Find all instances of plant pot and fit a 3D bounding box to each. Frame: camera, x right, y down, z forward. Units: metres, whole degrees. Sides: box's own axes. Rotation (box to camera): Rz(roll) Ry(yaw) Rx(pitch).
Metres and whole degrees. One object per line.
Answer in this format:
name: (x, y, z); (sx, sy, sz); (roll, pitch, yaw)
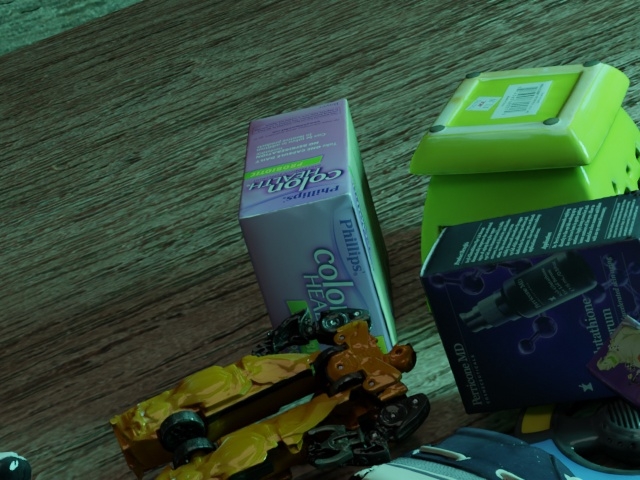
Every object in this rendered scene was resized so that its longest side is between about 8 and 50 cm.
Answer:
plant pot: (0.230, -0.063, 1.488); (0.227, 0.207, 0.228); (-2, 30, 27)

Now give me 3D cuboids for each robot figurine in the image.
robot figurine: (-0.040, 0.171, 1.308); (0.291, 0.085, 0.211); (-22, 41, -10)

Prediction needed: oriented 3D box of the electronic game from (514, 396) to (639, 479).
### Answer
electronic game: (0.284, 0.159, 1.213); (0.229, 0.048, 0.229); (-13, 27, 7)

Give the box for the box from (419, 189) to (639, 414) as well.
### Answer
box: (0.215, 0.057, 1.249); (0.207, 0.153, 0.108); (-12, 21, 24)

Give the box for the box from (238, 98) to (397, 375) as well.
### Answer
box: (0.000, 0.000, 1.488); (0.117, 0.213, 0.243); (-13, 28, 6)

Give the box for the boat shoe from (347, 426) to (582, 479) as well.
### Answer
boat shoe: (0.190, 0.233, 1.057); (0.340, 0.127, 0.158); (21, 28, 36)

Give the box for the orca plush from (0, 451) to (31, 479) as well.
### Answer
orca plush: (-0.403, 0.284, 1.308); (0.287, 0.151, 0.102); (-10, 59, 6)

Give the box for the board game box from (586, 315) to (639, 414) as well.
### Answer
board game box: (0.326, 0.188, 0.828); (0.056, 0.347, 0.208); (-49, 27, 4)
